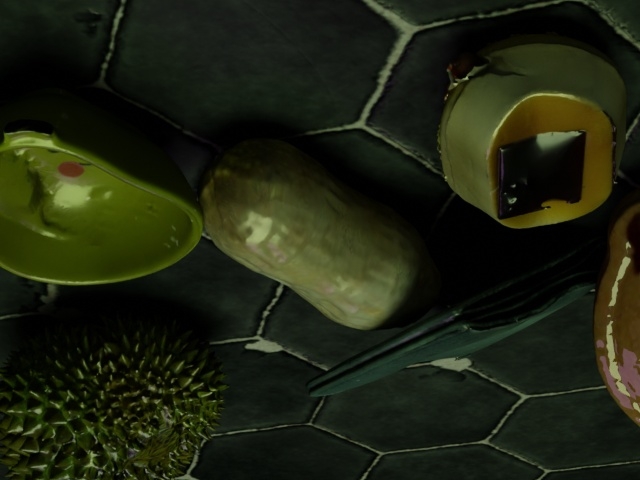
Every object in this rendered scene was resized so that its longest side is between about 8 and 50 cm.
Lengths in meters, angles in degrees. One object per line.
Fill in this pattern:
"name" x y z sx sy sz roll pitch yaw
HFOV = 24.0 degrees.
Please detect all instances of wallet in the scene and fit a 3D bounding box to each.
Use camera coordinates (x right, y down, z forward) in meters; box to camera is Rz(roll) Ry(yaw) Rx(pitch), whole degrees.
"wallet" 0.155 0.091 1.593 0.290 0.054 0.251 -19 169 -44

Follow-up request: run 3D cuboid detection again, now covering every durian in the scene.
"durian" -0.252 0.205 1.730 0.291 0.225 0.291 -2 143 -2

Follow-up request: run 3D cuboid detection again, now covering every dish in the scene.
"dish" -0.240 -0.064 1.404 0.221 0.108 0.262 -20 144 29

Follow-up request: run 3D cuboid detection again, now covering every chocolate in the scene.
"chocolate" 0.000 0.000 1.494 0.134 0.134 0.309 -27 139 36

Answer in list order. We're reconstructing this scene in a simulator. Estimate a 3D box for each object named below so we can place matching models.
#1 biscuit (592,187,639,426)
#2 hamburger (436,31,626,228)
"biscuit" 0.499 0.072 1.495 0.455 0.078 0.350 -17 113 16
"hamburger" 0.190 -0.101 1.355 0.173 0.116 0.210 -13 143 4
